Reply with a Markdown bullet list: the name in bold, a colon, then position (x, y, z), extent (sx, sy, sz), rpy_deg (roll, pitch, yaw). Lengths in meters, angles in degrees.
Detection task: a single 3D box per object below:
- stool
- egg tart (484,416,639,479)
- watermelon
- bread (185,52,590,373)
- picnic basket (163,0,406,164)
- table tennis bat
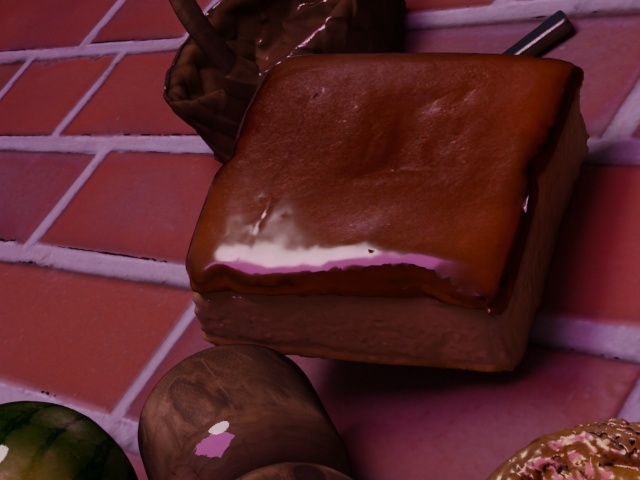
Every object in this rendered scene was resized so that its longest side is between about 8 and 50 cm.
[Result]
- **stool**: position (-0.052, 0.227, 1.321), extent (0.179, 0.179, 0.264), rpy_deg (-40, 30, 4)
- **egg tart**: position (0.199, 0.234, 1.107), extent (0.252, 0.098, 0.232), rpy_deg (-12, 35, 35)
- **watermelon**: position (-0.291, 0.278, 1.480), extent (0.242, 0.242, 0.242), rpy_deg (-30, 32, 21)
- **bread**: position (0.070, -0.036, 1.460), extent (0.333, 0.143, 0.323), rpy_deg (3, 49, 21)
- **picnic basket**: position (-0.090, -0.296, 1.913), extent (0.337, 0.337, 0.293), rpy_deg (-25, 34, 28)
- **table tennis bat**: position (0.173, -0.172, 1.737), extent (0.274, 0.021, 0.154), rpy_deg (-36, 30, 15)
